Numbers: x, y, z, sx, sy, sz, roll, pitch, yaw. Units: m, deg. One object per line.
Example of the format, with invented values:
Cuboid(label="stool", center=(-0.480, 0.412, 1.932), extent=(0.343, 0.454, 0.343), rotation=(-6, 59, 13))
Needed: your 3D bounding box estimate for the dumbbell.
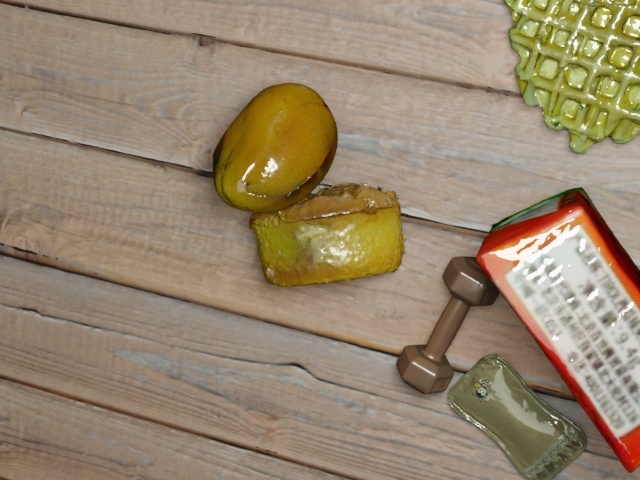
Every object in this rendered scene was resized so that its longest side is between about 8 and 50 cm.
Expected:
Cuboid(label="dumbbell", center=(0.202, 0.133, 1.865), extent=(0.082, 0.092, 0.231), rotation=(42, 118, 36))

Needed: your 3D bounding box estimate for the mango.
Cuboid(label="mango", center=(-0.068, -0.137, 1.818), extent=(0.166, 0.236, 0.136), rotation=(37, 155, 11))

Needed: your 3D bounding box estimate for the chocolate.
Cuboid(label="chocolate", center=(0.387, 0.103, 1.658), extent=(0.161, 0.341, 0.360), rotation=(-36, 89, 14))

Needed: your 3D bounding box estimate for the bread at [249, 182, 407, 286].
Cuboid(label="bread", center=(-0.004, -0.002, 1.872), extent=(0.260, 0.147, 0.160), rotation=(-3, 100, 21))

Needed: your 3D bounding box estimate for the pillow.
Cuboid(label="pillow", center=(0.314, 0.284, 1.889), extent=(0.217, 0.033, 0.130), rotation=(45, 115, 4))

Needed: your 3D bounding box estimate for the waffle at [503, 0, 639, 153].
Cuboid(label="waffle", center=(0.424, -0.285, 1.681), extent=(0.317, 0.073, 0.297), rotation=(-22, 95, 24))
